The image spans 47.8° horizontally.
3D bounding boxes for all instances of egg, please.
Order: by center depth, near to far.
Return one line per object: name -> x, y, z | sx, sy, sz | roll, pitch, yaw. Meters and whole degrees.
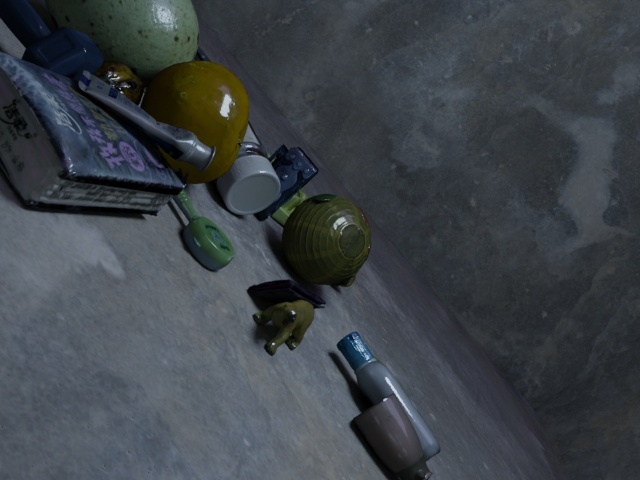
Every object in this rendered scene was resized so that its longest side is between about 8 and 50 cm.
egg -> -0.456, -0.520, 1.661 | 0.379, 0.287, 0.287 | 30, 21, -26

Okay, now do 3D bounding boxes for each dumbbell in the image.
dumbbell -> -0.549, -0.408, 1.319 | 0.325, 0.160, 0.144 | 52, 40, 2

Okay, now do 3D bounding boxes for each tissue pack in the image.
tissue pack -> -0.406, -0.169, 1.213 | 0.259, 0.122, 0.361 | 51, 14, 10

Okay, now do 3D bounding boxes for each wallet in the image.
wallet -> -0.073, 0.122, 1.601 | 0.166, 0.111, 0.030 | 36, 55, -55

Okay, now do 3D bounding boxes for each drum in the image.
drum -> -0.272, -0.047, 1.487 | 0.253, 0.049, 0.130 | 52, 12, 3

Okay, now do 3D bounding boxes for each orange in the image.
orange -> -0.282, -0.268, 1.620 | 0.235, 0.279, 0.279 | 21, 16, -5

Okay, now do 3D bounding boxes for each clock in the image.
clock -> -0.156, -0.174, 2.182 | 0.308, 0.096, 0.235 | 39, 18, -42

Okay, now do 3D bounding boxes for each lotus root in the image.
lotus root -> -0.442, -0.322, 1.539 | 0.120, 0.120, 0.209 | 49, 11, -10

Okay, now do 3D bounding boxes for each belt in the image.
belt -> -0.120, -0.168, 2.006 | 0.128, 0.218, 0.122 | 47, 8, -1

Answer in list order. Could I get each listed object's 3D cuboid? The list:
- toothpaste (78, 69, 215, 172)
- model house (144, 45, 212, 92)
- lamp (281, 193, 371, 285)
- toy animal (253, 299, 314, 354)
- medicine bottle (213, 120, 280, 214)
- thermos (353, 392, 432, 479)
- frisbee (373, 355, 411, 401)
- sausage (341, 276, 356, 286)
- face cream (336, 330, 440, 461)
toothpaste -> -0.313, -0.214, 1.298 | 0.266, 0.061, 0.096 | 33, 17, -26
model house -> -0.383, -0.474, 2.016 | 0.271, 0.190, 0.301 | 48, 11, -7
lamp -> 0.000, 0.000, 1.966 | 0.284, 0.250, 0.250 | 1, -35, 51
toy animal -> -0.067, 0.163, 1.495 | 0.103, 0.101, 0.219 | 56, 13, 13
medicine bottle -> -0.222, -0.210, 1.887 | 0.165, 0.165, 0.273 | 36, 19, -50
thermos -> 0.162, 0.440, 1.553 | 0.193, 0.105, 0.137 | 57, -19, 13
frisbee -> 0.183, 0.399, 1.911 | 0.236, 0.017, 0.236 | 48, 12, -14
sausage -> 0.035, 0.036, 2.251 | 0.105, 0.105, 0.274 | 41, 16, -39
face cream -> 0.153, 0.365, 1.684 | 0.336, 0.080, 0.163 | 55, -13, 17
